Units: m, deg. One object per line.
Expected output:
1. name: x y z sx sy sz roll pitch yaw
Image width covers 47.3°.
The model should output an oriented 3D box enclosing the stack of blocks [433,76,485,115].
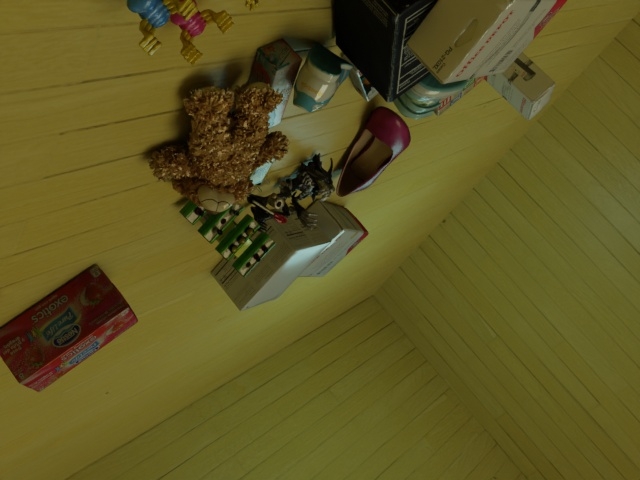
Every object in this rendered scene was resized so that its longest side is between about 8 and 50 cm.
1. stack of blocks: 0.341 -0.453 1.856 0.171 0.087 0.297 -39 166 -3

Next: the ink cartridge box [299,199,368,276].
1. ink cartridge box: 0.000 0.000 2.292 0.226 0.131 0.306 -42 165 11

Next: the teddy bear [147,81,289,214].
1. teddy bear: -0.174 -0.157 1.314 0.245 0.113 0.338 -6 149 -42

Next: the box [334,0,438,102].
1. box: 0.183 -0.444 1.274 0.296 0.182 0.294 -36 164 -8

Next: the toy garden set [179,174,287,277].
1. toy garden set: -0.159 -0.055 1.606 0.204 0.049 0.244 -48 133 -10

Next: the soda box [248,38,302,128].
1. soda box: -0.093 -0.278 1.334 0.063 0.058 0.183 -32 164 -30

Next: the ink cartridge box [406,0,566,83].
1. ink cartridge box: 0.274 -0.358 1.193 0.237 0.100 0.172 -23 159 -50

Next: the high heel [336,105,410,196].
1. high heel: 0.130 -0.219 1.931 0.181 0.127 0.377 -48 171 -11

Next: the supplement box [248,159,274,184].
1. supplement box: -0.147 -0.167 1.483 0.056 0.083 0.083 -28 160 -44

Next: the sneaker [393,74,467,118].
1. sneaker: 0.215 -0.319 1.559 0.208 0.127 0.319 -48 178 39

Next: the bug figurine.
1. bug figurine: -0.140 -0.350 0.958 0.279 0.072 0.216 -44 173 -3

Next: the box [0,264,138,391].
1. box: -0.523 0.183 1.512 0.257 0.122 0.128 -36 167 -15

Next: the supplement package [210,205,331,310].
1. supplement package: -0.136 0.047 2.054 0.262 0.145 0.204 -46 165 26

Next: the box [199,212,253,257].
1. box: -0.222 -0.020 1.748 0.058 0.087 0.232 -42 165 -2

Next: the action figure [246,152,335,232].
1. action figure: -0.045 -0.109 1.824 0.276 0.141 0.164 -30 152 -30

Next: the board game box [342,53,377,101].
1. board game box: 0.188 -0.442 1.562 0.305 0.053 0.193 -41 167 3

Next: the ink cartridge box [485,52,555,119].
1. ink cartridge box: 0.563 -0.469 2.111 0.092 0.218 0.158 -41 166 2

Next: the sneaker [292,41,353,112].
1. sneaker: -0.002 -0.300 1.343 0.092 0.087 0.228 -59 180 24
